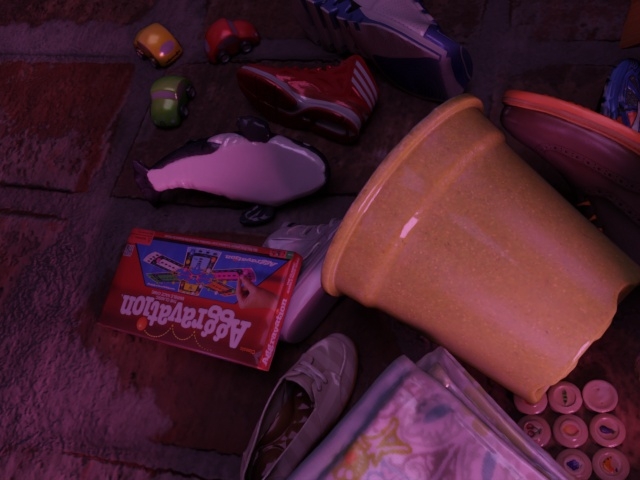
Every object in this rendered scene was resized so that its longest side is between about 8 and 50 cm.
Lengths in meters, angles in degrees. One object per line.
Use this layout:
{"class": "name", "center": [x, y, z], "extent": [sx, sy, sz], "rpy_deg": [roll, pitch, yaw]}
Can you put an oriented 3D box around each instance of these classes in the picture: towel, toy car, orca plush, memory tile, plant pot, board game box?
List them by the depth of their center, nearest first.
{"class": "towel", "center": [0.087, 0.328, 0.612], "extent": [0.374, 0.090, 0.320], "rpy_deg": [-49, 57, 4]}
{"class": "memory tile", "center": [0.267, 0.221, 0.717], "extent": [0.113, 0.012, 0.148], "rpy_deg": [-3, 59, 13]}
{"class": "plant pot", "center": [0.184, 0.027, 0.728], "extent": [0.254, 0.276, 0.276], "rpy_deg": [40, 76, 19]}
{"class": "board game box", "center": [-0.163, 0.067, 0.867], "extent": [0.281, 0.027, 0.145], "rpy_deg": [7, 74, 32]}
{"class": "orca plush", "center": [-0.120, -0.098, 0.988], "extent": [0.287, 0.102, 0.151], "rpy_deg": [-16, 102, 17]}
{"class": "toy car", "center": [-0.236, -0.290, 1.129], "extent": [0.239, 0.053, 0.225], "rpy_deg": [2, 61, 16]}

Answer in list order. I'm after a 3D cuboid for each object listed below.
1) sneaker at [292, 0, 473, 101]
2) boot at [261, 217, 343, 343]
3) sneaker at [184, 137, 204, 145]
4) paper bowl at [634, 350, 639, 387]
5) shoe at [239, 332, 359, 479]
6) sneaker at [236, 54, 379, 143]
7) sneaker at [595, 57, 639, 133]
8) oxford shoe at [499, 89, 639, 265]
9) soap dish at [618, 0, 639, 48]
{"class": "sneaker", "center": [0.119, -0.356, 1.030], "extent": [0.315, 0.127, 0.182], "rpy_deg": [36, 77, 31]}
{"class": "boot", "center": [0.000, 0.000, 0.866], "extent": [0.123, 0.095, 0.258], "rpy_deg": [38, 81, 30]}
{"class": "sneaker", "center": [-0.172, -0.140, 1.034], "extent": [0.083, 0.035, 0.031], "rpy_deg": [-3, 60, 14]}
{"class": "paper bowl", "center": [0.429, 0.140, 0.560], "extent": [0.284, 0.284, 0.148], "rpy_deg": [-9, 59, 10]}
{"class": "shoe", "center": [-0.023, 0.199, 0.780], "extent": [0.076, 0.058, 0.219], "rpy_deg": [23, 68, 25]}
{"class": "sneaker", "center": [-0.011, -0.237, 1.034], "extent": [0.221, 0.087, 0.128], "rpy_deg": [29, 62, 15]}
{"class": "sneaker", "center": [0.396, -0.134, 0.862], "extent": [0.087, 0.083, 0.221], "rpy_deg": [10, 72, 12]}
{"class": "oxford shoe", "center": [0.335, -0.036, 0.742], "extent": [0.364, 0.130, 0.132], "rpy_deg": [38, 102, 12]}
{"class": "soap dish", "center": [0.531, -0.296, 0.769], "extent": [0.229, 0.291, 0.118], "rpy_deg": [-14, 95, -20]}
